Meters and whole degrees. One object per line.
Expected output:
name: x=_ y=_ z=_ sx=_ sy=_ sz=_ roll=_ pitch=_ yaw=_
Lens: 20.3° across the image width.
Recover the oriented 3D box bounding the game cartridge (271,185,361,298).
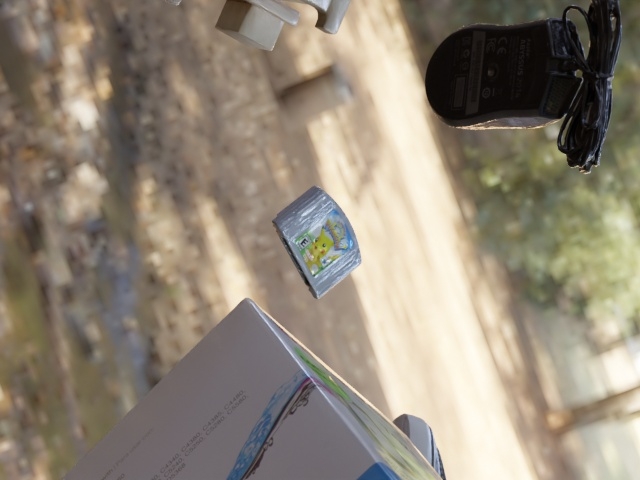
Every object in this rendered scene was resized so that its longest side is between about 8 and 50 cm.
game cartridge: x=0.000 y=0.000 z=1.417 sx=0.017 sy=0.056 sz=0.083 roll=25 pitch=-30 yaw=51

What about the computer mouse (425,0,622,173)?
computer mouse: x=0.229 y=-0.172 z=1.961 sx=0.072 sy=0.272 sz=0.188 roll=10 pitch=89 yaw=-41

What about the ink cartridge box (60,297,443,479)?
ink cartridge box: x=-0.008 y=0.212 z=1.112 sx=0.198 sy=0.197 sz=0.270 roll=43 pitch=2 yaw=-36

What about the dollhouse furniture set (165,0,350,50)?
dollhouse furniture set: x=-0.052 y=-0.247 z=1.085 sx=0.355 sy=0.174 sz=0.303 roll=25 pitch=-4 yaw=-40

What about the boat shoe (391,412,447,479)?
boat shoe: x=0.118 y=0.355 z=1.972 sx=0.121 sy=0.119 sz=0.335 roll=129 pitch=-31 yaw=-52
